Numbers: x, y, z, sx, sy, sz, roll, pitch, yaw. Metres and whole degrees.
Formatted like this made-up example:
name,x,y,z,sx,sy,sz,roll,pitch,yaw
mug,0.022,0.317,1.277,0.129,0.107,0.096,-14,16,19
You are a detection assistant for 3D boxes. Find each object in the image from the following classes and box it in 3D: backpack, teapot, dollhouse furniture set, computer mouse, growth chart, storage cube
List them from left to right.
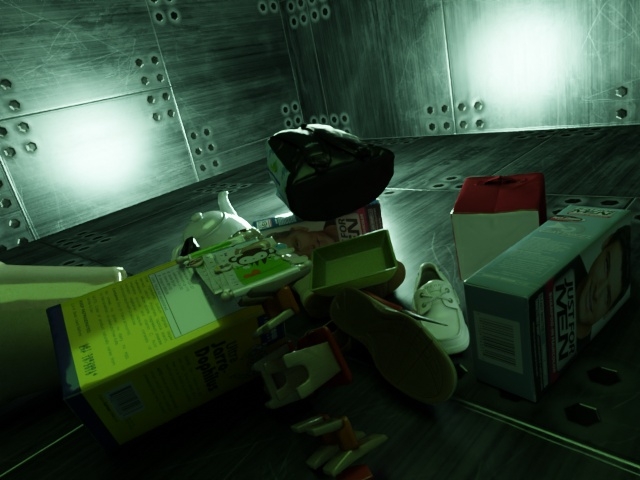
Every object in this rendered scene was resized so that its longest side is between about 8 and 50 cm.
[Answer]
name,x,y,z,sx,sy,sz,roll,pitch,yaw
computer mouse,-0.340,0.111,1.187,0.060,0.262,0.184,15,6,-24
teapot,-0.322,0.002,1.415,0.253,0.187,0.256,-36,31,-8
growth chart,-0.130,0.036,0.807,0.172,0.021,0.237,-25,27,-25
dollhouse furniture set,-0.015,0.190,0.739,0.135,0.262,0.259,-21,-10,-24
backpack,-0.012,-0.191,1.275,0.290,0.273,0.355,-22,47,-18
storage cube,0.424,-0.028,1.114,0.184,0.215,0.193,0,30,28

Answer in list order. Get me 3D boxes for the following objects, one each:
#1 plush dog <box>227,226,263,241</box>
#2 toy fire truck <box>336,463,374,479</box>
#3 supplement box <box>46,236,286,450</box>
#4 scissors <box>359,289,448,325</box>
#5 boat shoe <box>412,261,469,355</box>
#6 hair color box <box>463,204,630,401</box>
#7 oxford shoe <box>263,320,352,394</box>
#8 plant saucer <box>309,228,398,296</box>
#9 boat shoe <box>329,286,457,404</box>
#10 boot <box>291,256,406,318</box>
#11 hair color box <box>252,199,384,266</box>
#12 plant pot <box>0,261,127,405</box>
name,x,y,z,sx,sy,sz,roll,pitch,yaw
plush dog,-0.211,0.126,1.166,0.262,0.210,0.225,-34,12,51
toy fire truck,-0.009,0.354,0.558,0.192,0.047,0.135,-17,20,-10
supplement box,-0.262,0.177,0.869,0.357,0.195,0.194,-22,48,-20
scissors,0.173,0.144,0.913,0.021,0.109,0.297,-58,25,-11
boat shoe,0.229,0.126,0.963,0.098,0.096,0.277,-10,20,5
hair color box,0.410,0.087,0.832,0.374,0.185,0.114,-27,24,-34
oxford shoe,-0.029,0.215,0.909,0.076,0.076,0.212,10,31,44
plant saucer,0.074,0.055,1.053,0.188,0.045,0.188,-16,26,8
boat shoe,0.135,0.180,0.846,0.098,0.109,0.302,29,2,-39
boot,0.056,0.089,1.178,0.262,0.095,0.203,-22,21,-14
hair color box,0.000,0.000,1.326,0.347,0.173,0.105,-14,22,-4
plant pot,-0.572,0.181,1.025,0.306,0.333,0.334,-6,18,-17
